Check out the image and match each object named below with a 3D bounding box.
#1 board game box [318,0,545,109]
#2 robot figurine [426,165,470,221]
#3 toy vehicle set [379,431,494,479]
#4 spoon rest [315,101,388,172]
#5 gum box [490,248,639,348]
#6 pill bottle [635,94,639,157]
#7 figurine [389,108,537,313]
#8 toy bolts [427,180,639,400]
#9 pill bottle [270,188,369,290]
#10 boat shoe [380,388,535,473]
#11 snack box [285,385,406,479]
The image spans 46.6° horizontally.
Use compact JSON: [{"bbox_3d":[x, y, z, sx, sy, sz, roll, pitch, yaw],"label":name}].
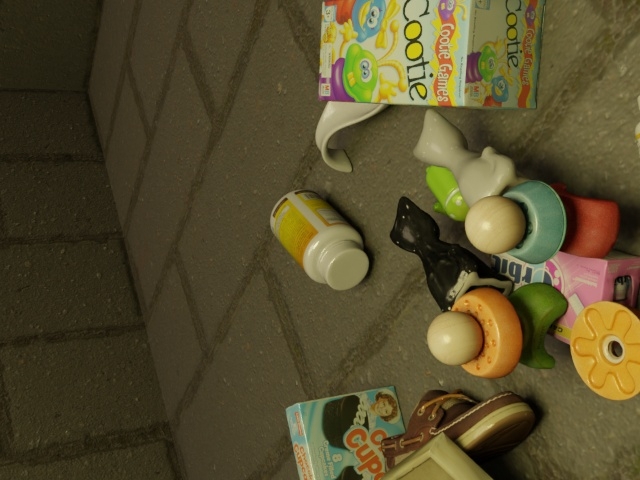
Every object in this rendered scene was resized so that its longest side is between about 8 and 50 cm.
[{"bbox_3d":[0.138,-0.252,0.995,0.275,0.142,0.144,15,106,50],"label":"board game box"},{"bbox_3d":[0.192,-0.075,1.038,0.101,0.067,0.115,100,150,-50],"label":"robot figurine"},{"bbox_3d":[0.206,0.380,0.957,0.267,0.035,0.166,43,139,6],"label":"toy vehicle set"},{"bbox_3d":[0.059,-0.227,1.248,0.137,0.084,0.276,65,146,33],"label":"spoon rest"},{"bbox_3d":[0.287,0.054,0.884,0.188,0.062,0.107,24,114,58],"label":"gum box"},{"bbox_3d":[0.353,-0.093,0.744,0.065,0.065,0.116,-21,76,60],"label":"pill bottle"},{"bbox_3d":[0.165,-0.041,0.940,0.209,0.092,0.214,50,134,50],"label":"figurine"},{"bbox_3d":[0.223,0.055,0.770,0.218,0.158,0.228,25,114,57],"label":"toy bolts"},{"bbox_3d":[0.000,0.000,1.347,0.215,0.117,0.117,47,133,50],"label":"pill bottle"},{"bbox_3d":[0.174,0.273,1.066,0.342,0.123,0.123,119,137,-54],"label":"boat shoe"},{"bbox_3d":[0.069,0.410,1.198,0.060,0.187,0.322,-40,59,56],"label":"snack box"}]
